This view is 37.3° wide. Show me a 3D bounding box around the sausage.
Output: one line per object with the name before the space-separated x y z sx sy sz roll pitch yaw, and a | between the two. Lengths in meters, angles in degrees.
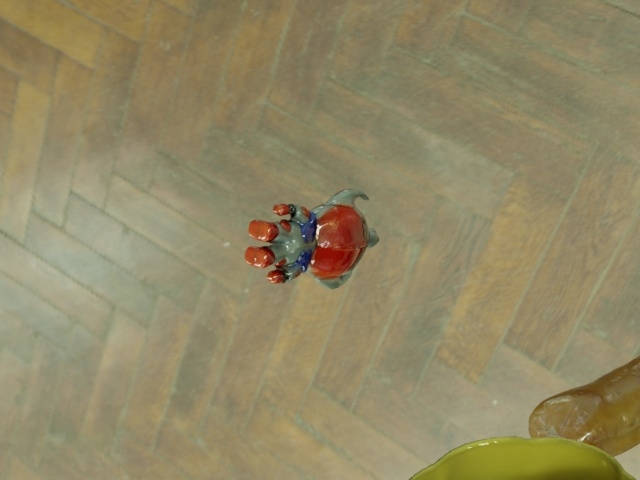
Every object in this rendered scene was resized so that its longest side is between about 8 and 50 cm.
sausage | 0.383 0.209 1.205 0.109 0.271 0.109 51 152 40

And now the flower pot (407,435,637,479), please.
flower pot | 0.167 0.281 0.766 0.195 0.195 0.179 2 110 31

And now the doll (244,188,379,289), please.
doll | -0.001 0.001 0.974 0.062 0.195 0.104 -7 89 39
